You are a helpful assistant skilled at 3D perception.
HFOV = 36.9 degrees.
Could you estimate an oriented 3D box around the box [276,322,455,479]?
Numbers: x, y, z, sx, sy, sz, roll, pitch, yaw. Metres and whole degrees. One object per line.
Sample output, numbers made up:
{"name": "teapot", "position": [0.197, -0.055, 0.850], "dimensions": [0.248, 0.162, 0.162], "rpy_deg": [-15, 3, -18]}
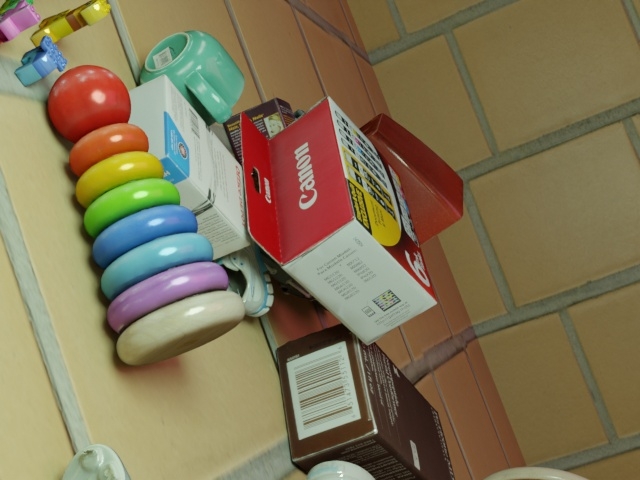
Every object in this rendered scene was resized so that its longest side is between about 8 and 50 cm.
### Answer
{"name": "box", "position": [0.083, 0.301, 1.490], "dimensions": [0.381, 0.143, 0.191], "rpy_deg": [51, 22, -51]}

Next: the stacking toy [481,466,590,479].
{"name": "stacking toy", "position": [0.434, 0.731, 1.917], "dimensions": [0.351, 0.350, 0.480], "rpy_deg": [58, 35, -31]}

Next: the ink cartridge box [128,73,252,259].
{"name": "ink cartridge box", "position": [-0.177, -0.086, 1.233], "dimensions": [0.203, 0.085, 0.148], "rpy_deg": [52, 21, -47]}

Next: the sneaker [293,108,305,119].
{"name": "sneaker", "position": [-0.039, -0.172, 1.856], "dimensions": [0.125, 0.104, 0.262], "rpy_deg": [43, 19, -19]}

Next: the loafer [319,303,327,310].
{"name": "loafer", "position": [0.000, 0.000, 1.684], "dimensions": [0.092, 0.101, 0.269], "rpy_deg": [-20, 90, -77]}

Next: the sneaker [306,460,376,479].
{"name": "sneaker", "position": [0.082, 0.466, 1.306], "dimensions": [0.366, 0.135, 0.150], "rpy_deg": [50, 30, -27]}

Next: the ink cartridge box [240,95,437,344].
{"name": "ink cartridge box", "position": [0.018, -0.054, 1.383], "dimensions": [0.272, 0.130, 0.309], "rpy_deg": [44, 22, -34]}

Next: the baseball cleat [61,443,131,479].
{"name": "baseball cleat", "position": [-0.175, 0.280, 0.805], "dimensions": [0.109, 0.072, 0.206], "rpy_deg": [68, 11, -65]}

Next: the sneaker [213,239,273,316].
{"name": "sneaker", "position": [-0.121, 0.013, 1.325], "dimensions": [0.083, 0.071, 0.191], "rpy_deg": [5, 63, -66]}

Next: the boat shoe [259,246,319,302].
{"name": "boat shoe", "position": [-0.033, 0.034, 1.529], "dimensions": [0.319, 0.099, 0.116], "rpy_deg": [46, 29, -52]}

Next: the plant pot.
{"name": "plant pot", "position": [0.121, -0.108, 1.994], "dimensions": [0.236, 0.267, 0.267], "rpy_deg": [52, 18, -12]}

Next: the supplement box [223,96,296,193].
{"name": "supplement box", "position": [-0.076, -0.131, 1.604], "dimensions": [0.188, 0.104, 0.081], "rpy_deg": [70, 15, 6]}

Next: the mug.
{"name": "mug", "position": [-0.173, -0.225, 1.310], "dimensions": [0.097, 0.157, 0.129], "rpy_deg": [51, 54, -39]}

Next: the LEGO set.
{"name": "LEGO set", "position": [-0.292, -0.250, 1.056], "dimensions": [0.087, 0.093, 0.227], "rpy_deg": [58, 18, -33]}

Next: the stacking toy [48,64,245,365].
{"name": "stacking toy", "position": [-0.202, -0.041, 1.024], "dimensions": [0.330, 0.141, 0.141], "rpy_deg": [66, 15, 11]}
